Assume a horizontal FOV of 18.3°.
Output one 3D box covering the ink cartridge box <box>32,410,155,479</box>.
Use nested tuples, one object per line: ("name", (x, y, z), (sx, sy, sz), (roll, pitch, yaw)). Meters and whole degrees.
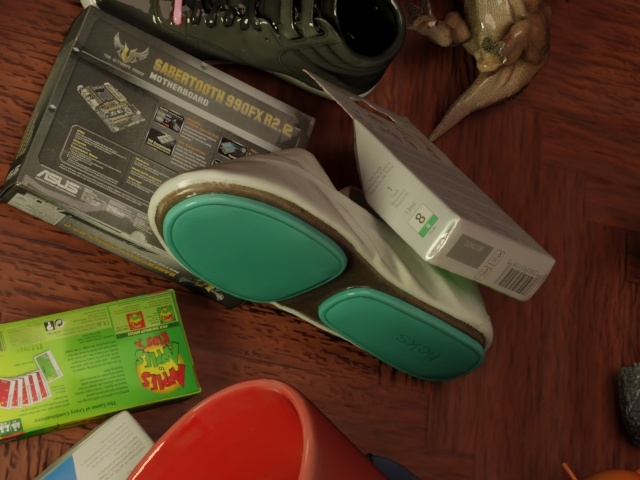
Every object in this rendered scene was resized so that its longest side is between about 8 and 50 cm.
("ink cartridge box", (-0.143, 0.270, 1.598), (0.134, 0.078, 0.231), (-40, 93, -28))

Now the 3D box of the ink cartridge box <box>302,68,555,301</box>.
("ink cartridge box", (0.084, -0.047, 1.734), (0.225, 0.056, 0.181), (44, 13, 34))

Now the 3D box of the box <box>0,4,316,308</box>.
("box", (-0.138, -0.071, 1.715), (0.231, 0.056, 0.183), (25, 66, -17))

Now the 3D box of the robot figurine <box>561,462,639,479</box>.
("robot figurine", (0.292, 0.287, 1.765), (0.219, 0.128, 0.158), (36, 84, -12))

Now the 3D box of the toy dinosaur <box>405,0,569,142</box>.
("toy dinosaur", (0.180, -0.229, 1.882), (0.200, 0.127, 0.295), (11, 85, -59))

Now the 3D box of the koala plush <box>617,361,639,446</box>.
("koala plush", (0.396, 0.067, 1.856), (0.196, 0.203, 0.221), (11, 59, -22))

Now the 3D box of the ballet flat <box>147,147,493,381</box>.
("ballet flat", (0.000, 0.000, 1.676), (0.400, 0.139, 0.139), (29, 62, -42))

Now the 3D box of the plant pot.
("plant pot", (-0.015, 0.277, 1.476), (0.243, 0.275, 0.275), (37, 62, -25))

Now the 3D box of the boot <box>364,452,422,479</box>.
("boot", (0.008, 0.224, 1.698), (0.219, 0.082, 0.106), (32, 42, -8))

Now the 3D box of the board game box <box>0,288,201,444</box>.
("board game box", (-0.199, 0.105, 1.642), (0.181, 0.043, 0.092), (-11, 80, -26))

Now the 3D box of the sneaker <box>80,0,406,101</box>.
("sneaker", (-0.057, -0.209, 1.744), (0.296, 0.147, 0.104), (15, 71, -18))
